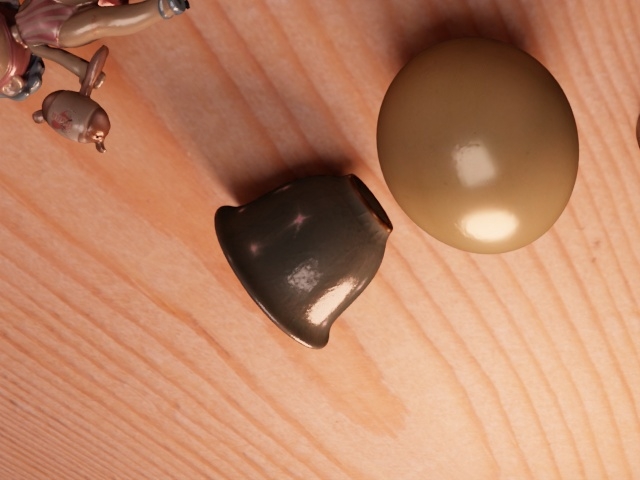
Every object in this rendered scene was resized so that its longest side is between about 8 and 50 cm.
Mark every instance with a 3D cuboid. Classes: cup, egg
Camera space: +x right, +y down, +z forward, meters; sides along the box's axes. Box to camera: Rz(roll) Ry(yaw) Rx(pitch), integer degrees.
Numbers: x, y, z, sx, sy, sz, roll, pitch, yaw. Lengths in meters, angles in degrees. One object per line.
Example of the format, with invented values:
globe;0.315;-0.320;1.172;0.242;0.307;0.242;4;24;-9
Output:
cup;0.000;0.000;0.880;0.150;0.199;0.199;-37;125;13
egg;0.153;-0.085;0.755;0.185;0.186;0.242;-20;139;23

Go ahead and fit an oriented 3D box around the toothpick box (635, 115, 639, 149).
toothpick box;0.382;-0.063;0.768;0.111;0.181;0.111;3;137;3

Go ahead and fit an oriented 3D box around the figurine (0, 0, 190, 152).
figurine;-0.240;-0.182;0.729;0.259;0.103;0.205;-15;108;13
